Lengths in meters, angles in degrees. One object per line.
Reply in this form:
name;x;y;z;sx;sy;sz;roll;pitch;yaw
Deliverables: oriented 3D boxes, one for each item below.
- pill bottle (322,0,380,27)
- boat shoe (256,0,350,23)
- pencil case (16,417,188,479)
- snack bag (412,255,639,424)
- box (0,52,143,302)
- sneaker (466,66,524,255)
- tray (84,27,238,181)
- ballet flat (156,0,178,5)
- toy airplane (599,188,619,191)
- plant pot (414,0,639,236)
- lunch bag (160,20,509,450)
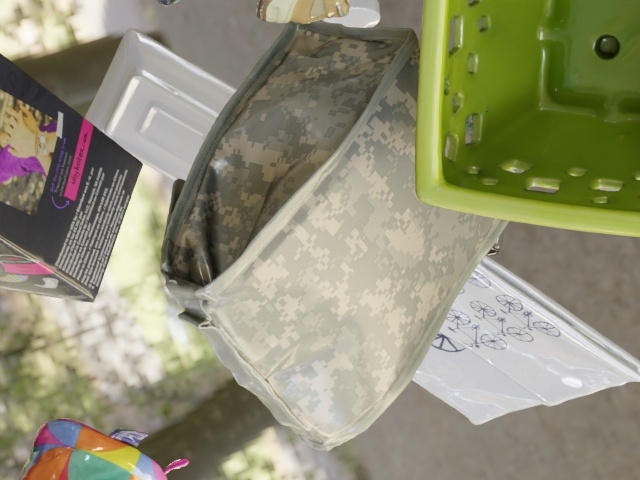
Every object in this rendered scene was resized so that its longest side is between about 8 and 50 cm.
pill bottle;0.027;-0.313;1.919;0.086;0.086;0.152;121;145;-67
boat shoe;0.009;-0.178;0.993;0.190;0.072;0.068;123;155;-76
pencil case;-0.175;0.228;1.103;0.104;0.236;0.104;20;159;8
snack bag;0.159;0.112;1.998;0.323;0.037;0.342;33;151;-20
box;-0.308;-0.066;1.487;0.165;0.143;0.270;5;158;34
sneaker;0.213;-0.090;1.913;0.083;0.098;0.223;-107;12;-69
tray;-0.100;-0.088;1.693;0.270;0.030;0.145;30;130;-3
ballet flat;-0.129;-0.304;1.573;0.074;0.074;0.203;57;130;33
toy airplane;0.345;-0.161;1.641;0.386;0.272;0.384;-94;-1;-67
plant pot;0.209;-0.140;1.279;0.207;0.228;0.227;-35;-49;-66
lunch bag;0.000;0.000;1.411;0.169;0.287;0.235;13;151;41
